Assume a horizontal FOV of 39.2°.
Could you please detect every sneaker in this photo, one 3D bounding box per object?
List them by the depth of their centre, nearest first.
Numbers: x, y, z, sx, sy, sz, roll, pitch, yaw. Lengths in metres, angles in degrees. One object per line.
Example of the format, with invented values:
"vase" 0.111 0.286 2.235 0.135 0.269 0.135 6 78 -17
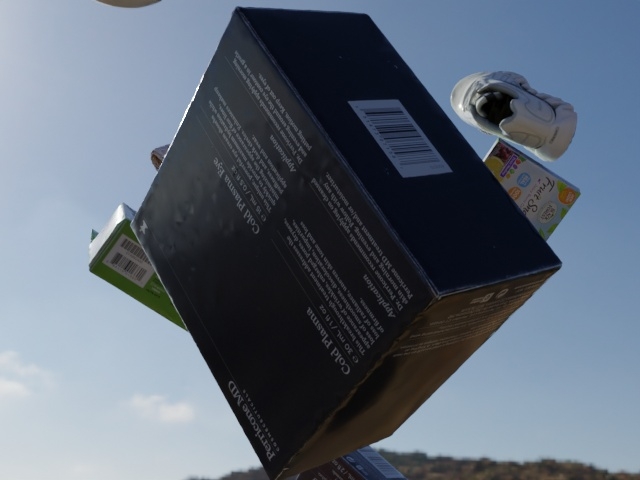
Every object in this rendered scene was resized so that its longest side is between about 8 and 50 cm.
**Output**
"sneaker" 0.272 -0.212 1.395 0.118 0.110 0.292 13 14 -25

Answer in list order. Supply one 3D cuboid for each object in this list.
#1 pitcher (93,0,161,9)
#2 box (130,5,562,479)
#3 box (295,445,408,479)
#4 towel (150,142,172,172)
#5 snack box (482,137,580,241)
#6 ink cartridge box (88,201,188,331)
"pitcher" -0.308 -0.410 1.229 0.207 0.126 0.178 8 -37 -20
"box" 0.000 0.000 0.898 0.178 0.343 0.312 -10 -33 -42
"box" 0.051 0.541 1.869 0.168 0.203 0.167 35 10 36
"towel" -0.168 -0.103 1.966 0.331 0.317 0.053 -23 -16 -49
"snack box" 0.291 -0.070 1.312 0.141 0.100 0.037 33 20 3
"ink cartridge box" -0.264 0.025 1.423 0.188 0.097 0.255 35 4 -20
